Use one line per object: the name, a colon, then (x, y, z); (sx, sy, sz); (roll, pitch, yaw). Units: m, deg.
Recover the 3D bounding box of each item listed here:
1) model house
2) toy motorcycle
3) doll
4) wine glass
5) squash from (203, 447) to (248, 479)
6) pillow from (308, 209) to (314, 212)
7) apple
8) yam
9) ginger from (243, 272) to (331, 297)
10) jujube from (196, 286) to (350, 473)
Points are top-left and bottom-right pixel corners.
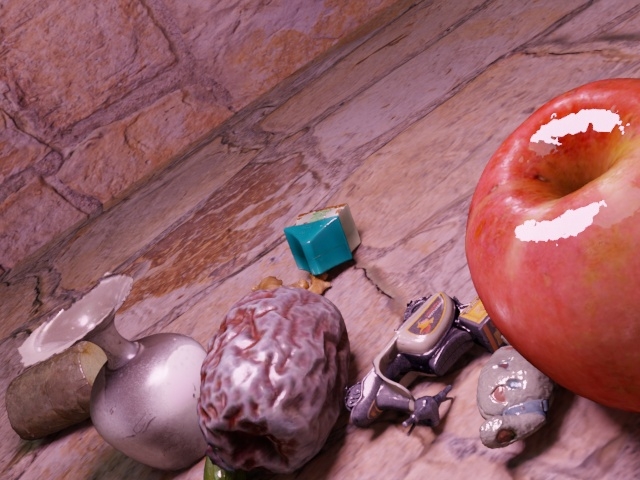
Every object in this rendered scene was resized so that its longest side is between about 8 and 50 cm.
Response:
model house: (0.000, 0.000, 1.432); (0.127, 0.100, 0.149); (-13, 19, 23)
toy motorcycle: (0.149, 0.179, 1.008); (0.263, 0.091, 0.157); (-44, 31, -20)
doll: (0.256, 0.185, 0.896); (0.103, 0.071, 0.214); (-7, 31, 32)
wine glass: (-0.311, 0.233, 1.177); (0.238, 0.323, 0.238); (-28, 24, 14)
squash: (-0.144, 0.327, 1.102); (0.068, 0.077, 0.219); (-9, 34, 5)
pillow: (-0.011, -0.024, 1.589); (0.091, 0.055, 0.135); (5, 38, 5)
apple: (0.357, 0.012, 0.790); (0.364, 0.364, 0.364); (-27, 26, 14)
yam: (-0.545, 0.320, 1.495); (0.268, 0.161, 0.161); (-27, 26, 19)
ginger: (-0.074, 0.108, 1.430); (0.193, 0.052, 0.176); (-31, 20, 3)
jujube: (-0.071, 0.205, 1.069); (0.226, 0.226, 0.317); (-20, 25, 26)
